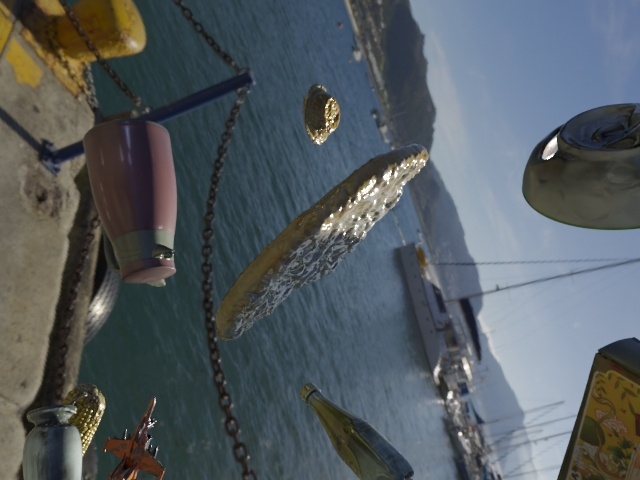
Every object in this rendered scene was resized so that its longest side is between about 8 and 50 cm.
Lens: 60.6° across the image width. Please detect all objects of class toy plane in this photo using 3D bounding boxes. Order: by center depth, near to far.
[{"bbox_3d":[-0.339,0.379,1.030,0.062,0.135,0.188,48,63,-76],"label":"toy plane"}]

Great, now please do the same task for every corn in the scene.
[{"bbox_3d":[-0.593,0.479,1.279,0.292,0.107,0.106,-68,165,-2],"label":"corn"}]

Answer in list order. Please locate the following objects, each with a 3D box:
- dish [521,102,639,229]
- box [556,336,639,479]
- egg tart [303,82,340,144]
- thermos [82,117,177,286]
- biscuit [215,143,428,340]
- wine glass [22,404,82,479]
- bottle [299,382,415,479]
[{"bbox_3d":[0.515,-0.160,0.953,0.324,0.325,0.124,-92,164,-57],"label":"dish"},{"bbox_3d":[0.707,0.472,1.112,0.373,0.138,0.419,38,-50,54],"label":"box"},{"bbox_3d":[0.006,-0.268,1.170,0.129,0.050,0.128,-23,116,-61],"label":"egg tart"},{"bbox_3d":[-0.323,-0.054,0.946,0.146,0.177,0.264,3,69,-49],"label":"thermos"},{"bbox_3d":[0.000,0.000,0.526,0.040,0.265,0.188,47,-6,12],"label":"biscuit"},{"bbox_3d":[-0.552,0.447,1.128,0.111,0.111,0.204,51,23,-63],"label":"wine glass"},{"bbox_3d":[0.054,0.358,1.003,0.270,0.083,0.083,35,-17,41],"label":"bottle"}]
